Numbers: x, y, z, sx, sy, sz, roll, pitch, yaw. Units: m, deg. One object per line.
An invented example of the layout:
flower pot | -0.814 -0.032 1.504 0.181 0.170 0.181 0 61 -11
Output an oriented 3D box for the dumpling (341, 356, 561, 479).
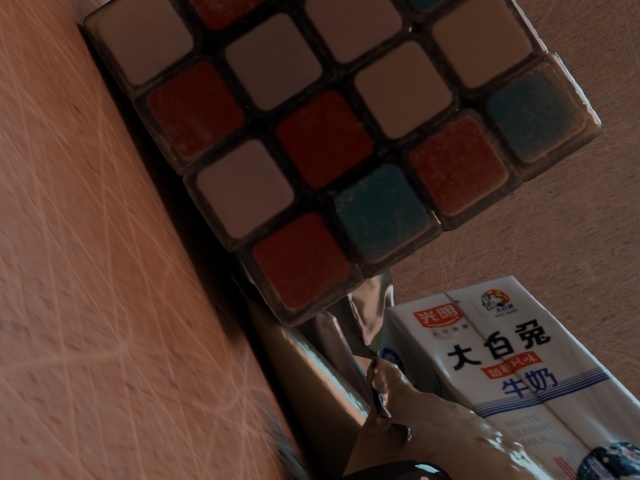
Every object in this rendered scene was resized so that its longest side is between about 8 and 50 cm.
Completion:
dumpling | 0.105 0.207 0.744 0.227 0.175 0.243 60 34 -48

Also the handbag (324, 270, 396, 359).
handbag | 0.000 0.000 1.225 0.182 0.117 0.270 128 -62 -85

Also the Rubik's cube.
Rubik's cube | 0.017 -0.109 0.885 0.253 0.256 0.259 58 2 -1

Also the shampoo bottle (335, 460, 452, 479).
shampoo bottle | 0.067 0.244 0.537 0.101 0.101 0.284 58 7 -59

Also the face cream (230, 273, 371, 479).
face cream | 0.035 0.170 0.890 0.341 0.084 0.137 56 1 6

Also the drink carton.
drink carton | 0.170 0.158 0.892 0.315 0.130 0.106 -128 -145 -47

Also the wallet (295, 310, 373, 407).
wallet | 0.014 0.110 1.034 0.124 0.032 0.183 63 -7 -4
